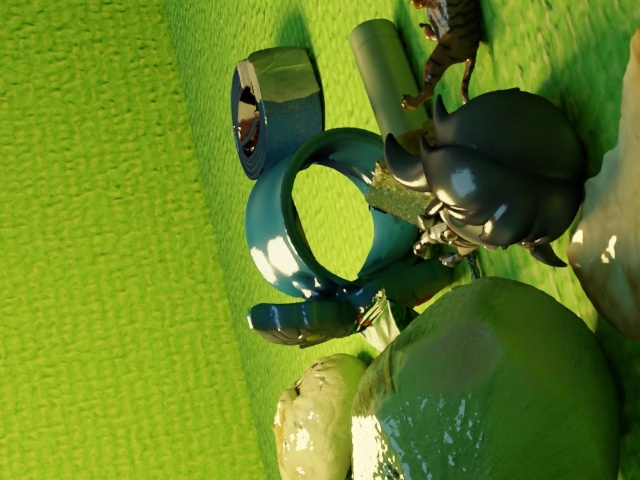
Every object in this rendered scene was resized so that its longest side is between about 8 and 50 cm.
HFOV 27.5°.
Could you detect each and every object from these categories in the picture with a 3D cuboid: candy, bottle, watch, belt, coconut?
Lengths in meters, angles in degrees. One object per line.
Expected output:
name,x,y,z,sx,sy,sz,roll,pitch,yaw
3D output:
candy,0.140,0.142,1.673,0.141,0.203,0.078,130,166,-79
bottle,0.098,-0.208,1.799,0.072,0.072,0.201,103,153,-58
watch,0.000,0.000,1.807,0.241,0.305,0.274,-24,84,57
belt,-0.086,-0.234,2.447,0.347,0.117,0.212,125,133,-73
coconut,0.164,0.206,1.314,0.328,0.281,0.328,-59,0,0

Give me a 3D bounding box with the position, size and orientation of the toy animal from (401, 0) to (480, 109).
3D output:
toy animal,0.154,-0.243,1.548,0.116,0.114,0.255,-12,92,34

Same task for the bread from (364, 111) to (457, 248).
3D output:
bread,0.142,-0.063,1.680,0.152,0.127,0.147,56,158,20

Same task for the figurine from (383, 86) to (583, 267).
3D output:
figurine,0.177,-0.062,1.390,0.265,0.175,0.197,-175,80,-68

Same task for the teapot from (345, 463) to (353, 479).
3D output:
teapot,0.093,0.380,2.238,0.200,0.077,0.107,122,156,-70

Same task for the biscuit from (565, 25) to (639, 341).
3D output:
biscuit,0.300,-0.022,1.171,0.309,0.040,0.204,96,160,-49

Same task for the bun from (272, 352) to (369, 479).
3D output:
bun,-0.010,0.322,2.301,0.287,0.146,0.287,-164,90,-85

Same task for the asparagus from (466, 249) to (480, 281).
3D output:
asparagus,0.205,0.072,1.677,0.018,0.015,0.127,153,107,-74
